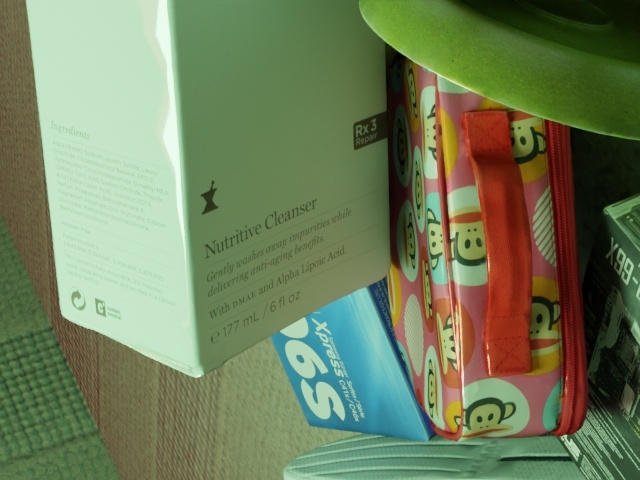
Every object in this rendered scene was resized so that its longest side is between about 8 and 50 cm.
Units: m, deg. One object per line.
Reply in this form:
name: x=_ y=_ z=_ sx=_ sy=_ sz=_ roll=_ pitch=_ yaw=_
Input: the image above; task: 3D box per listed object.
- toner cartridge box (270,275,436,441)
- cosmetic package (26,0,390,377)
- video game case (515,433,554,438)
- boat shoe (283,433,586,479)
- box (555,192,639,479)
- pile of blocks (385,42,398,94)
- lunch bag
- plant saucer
toner cartridge box: x=0.000 y=0.000 z=1.370 sx=0.165 sy=0.075 sz=0.348 roll=-2 pitch=116 yaw=50
cosmetic package: x=-0.075 y=-0.133 z=1.124 sx=0.156 sy=0.217 sz=0.385 roll=19 pitch=123 yaw=38
video game case: x=0.153 y=0.221 z=1.493 sx=0.244 sy=0.061 sz=0.269 roll=3 pitch=109 yaw=67
boat shoe: x=0.117 y=0.229 z=1.331 sx=0.335 sy=0.121 sz=0.119 roll=-2 pitch=109 yaw=36
box: x=0.276 y=0.149 z=1.084 sx=0.307 sy=0.076 sz=0.242 roll=57 pitch=155 yaw=37
pile of blocks: x=0.061 y=-0.189 z=1.322 sx=0.362 sy=0.113 sz=0.149 roll=68 pitch=160 yaw=12
lunch bag: x=0.115 y=-0.006 z=1.147 sx=0.258 sy=0.120 sz=0.293 roll=-169 pitch=75 yaw=-86
plant saucer: x=0.144 y=-0.129 z=0.998 sx=0.241 sy=0.241 sz=0.037 roll=49 pitch=128 yaw=49
